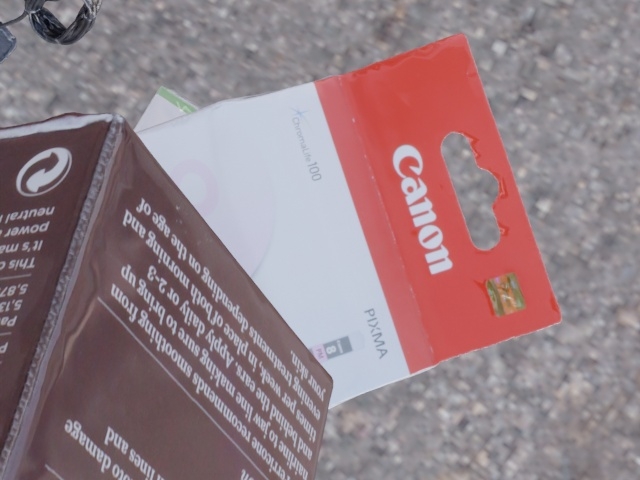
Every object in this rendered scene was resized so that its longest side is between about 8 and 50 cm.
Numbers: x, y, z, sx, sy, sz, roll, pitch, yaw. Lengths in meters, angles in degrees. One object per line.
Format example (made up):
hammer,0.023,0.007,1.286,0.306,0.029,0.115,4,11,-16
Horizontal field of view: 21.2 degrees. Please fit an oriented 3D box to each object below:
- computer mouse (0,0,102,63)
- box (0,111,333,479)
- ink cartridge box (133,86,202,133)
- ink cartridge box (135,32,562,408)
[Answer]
computer mouse,-0.222,-0.159,1.192,0.071,0.242,0.041,45,59,-30
box,-0.121,0.166,0.594,0.191,0.143,0.381,54,36,-43
ink cartridge box,-0.152,-0.015,1.747,0.235,0.171,0.056,-58,163,5
ink cartridge box,0.000,0.000,0.998,0.232,0.066,0.189,-19,90,12
